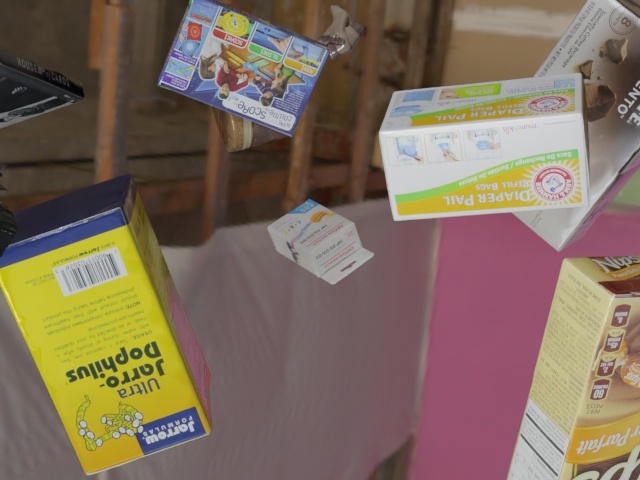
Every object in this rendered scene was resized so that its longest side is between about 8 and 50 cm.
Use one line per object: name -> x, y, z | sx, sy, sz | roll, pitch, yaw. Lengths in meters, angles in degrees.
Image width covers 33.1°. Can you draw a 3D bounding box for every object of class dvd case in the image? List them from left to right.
dvd case -> -0.425, -0.159, 1.260 | 0.179, 0.238, 0.030 | 15, -119, -72

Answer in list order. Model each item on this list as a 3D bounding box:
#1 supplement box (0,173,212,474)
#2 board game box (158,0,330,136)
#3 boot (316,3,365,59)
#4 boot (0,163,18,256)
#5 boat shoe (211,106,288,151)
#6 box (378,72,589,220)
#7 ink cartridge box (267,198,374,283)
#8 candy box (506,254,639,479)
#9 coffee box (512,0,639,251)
supplement box -> -0.305, 0.117, 1.549 | 0.194, 0.195, 0.357 | -109, 0, -72
board game box -> -0.105, -0.241, 1.479 | 0.136, 0.201, 0.035 | -64, 17, 20
boot -> 0.024, -0.381, 1.972 | 0.087, 0.118, 0.042 | -39, -43, -4
boot -> -0.298, -0.013, 0.887 | 0.045, 0.099, 0.121 | 20, -62, -47
boat shoe -> -0.118, -0.266, 1.700 | 0.342, 0.123, 0.123 | -112, 18, -48
box -> 0.173, -0.097, 1.111 | 0.114, 0.203, 0.103 | -69, -28, -58
ink cartridge box -> 0.000, 0.000, 1.939 | 0.104, 0.181, 0.062 | -35, -53, -21
candy box -> 0.298, 0.171, 1.056 | 0.182, 0.087, 0.317 | -2, -65, -22
coffee box -> 0.346, -0.156, 1.374 | 0.119, 0.168, 0.297 | -21, -30, -57
